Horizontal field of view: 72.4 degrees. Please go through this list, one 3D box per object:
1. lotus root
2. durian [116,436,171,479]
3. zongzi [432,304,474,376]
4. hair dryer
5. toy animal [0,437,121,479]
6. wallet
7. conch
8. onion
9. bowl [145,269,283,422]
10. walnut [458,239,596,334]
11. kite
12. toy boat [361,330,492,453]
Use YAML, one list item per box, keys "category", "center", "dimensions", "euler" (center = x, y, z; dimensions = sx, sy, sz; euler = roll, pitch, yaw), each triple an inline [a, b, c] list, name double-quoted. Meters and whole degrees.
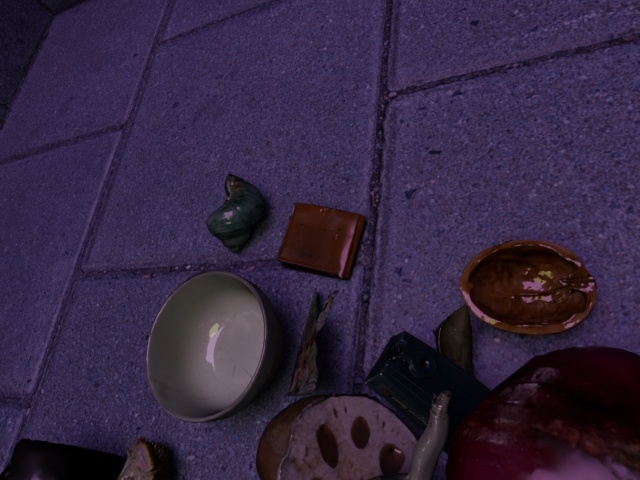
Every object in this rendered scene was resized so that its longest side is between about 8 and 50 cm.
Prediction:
- category: "lotus root"
  center: [0.016, 0.386, 0.717]
  dimensions: [0.192, 0.272, 0.272]
  euler: [-31, 48, 51]
- category: "durian"
  center: [-0.390, 0.512, 0.957]
  dimensions: [0.146, 0.102, 0.208]
  euler: [-49, 31, -4]
- category: "zongzi"
  center: [0.242, 0.200, 0.741]
  dimensions: [0.062, 0.130, 0.154]
  euler: [-2, 62, -6]
- category: "hair dryer"
  center: [0.186, 0.345, 0.633]
  dimensions: [0.225, 0.218, 0.088]
  euler: [-55, 19, 6]
- category: "toy animal"
  center: [-0.601, 0.609, 0.941]
  dimensions: [0.250, 0.251, 0.310]
  euler: [-8, 56, 25]
- category: "wallet"
  center: [0.002, 0.000, 1.023]
  dimensions: [0.195, 0.042, 0.161]
  euler: [10, 76, 30]
- category: "conch"
  center: [-0.220, -0.072, 1.129]
  dimensions: [0.175, 0.122, 0.188]
  euler: [3, 64, 52]
- category: "onion"
  center: [0.355, 0.284, 0.434]
  dimensions: [0.397, 0.420, 0.399]
  euler: [6, 64, -13]
- category: "bowl"
  center: [-0.210, 0.232, 0.946]
  dimensions: [0.306, 0.163, 0.308]
  euler: [-12, 62, 23]
- category: "walnut"
  center: [0.349, 0.087, 0.757]
  dimensions: [0.211, 0.087, 0.167]
  euler: [-1, 66, 17]
- category: "kite"
  center: [-0.021, 0.213, 0.866]
  dimensions: [0.323, 0.013, 0.268]
  euler: [-93, 23, -66]
- category: "toy boat"
  center: [0.212, 0.274, 0.700]
  dimensions: [0.296, 0.122, 0.114]
  euler: [37, 52, 8]
